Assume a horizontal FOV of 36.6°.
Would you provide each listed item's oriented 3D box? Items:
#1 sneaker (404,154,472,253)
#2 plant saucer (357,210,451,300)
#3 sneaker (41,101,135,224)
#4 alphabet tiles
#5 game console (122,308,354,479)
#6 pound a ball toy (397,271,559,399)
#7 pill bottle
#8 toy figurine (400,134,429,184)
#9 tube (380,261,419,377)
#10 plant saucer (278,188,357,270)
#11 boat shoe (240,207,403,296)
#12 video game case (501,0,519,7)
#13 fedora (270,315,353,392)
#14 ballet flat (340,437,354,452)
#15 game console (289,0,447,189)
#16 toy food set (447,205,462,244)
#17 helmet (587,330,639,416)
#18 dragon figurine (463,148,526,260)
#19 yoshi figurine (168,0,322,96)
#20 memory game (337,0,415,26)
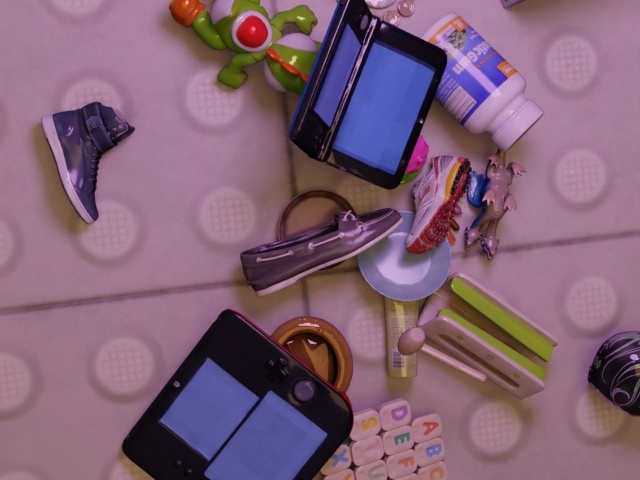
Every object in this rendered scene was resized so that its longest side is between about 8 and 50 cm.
[{"bbox_3d":[0.227,-0.073,1.977,0.093,0.088,0.225,17,71,33],"label":"sneaker"},{"bbox_3d":[0.170,0.035,1.986,0.195,0.037,0.195,1,71,-4],"label":"plant saucer"},{"bbox_3d":[-0.427,-0.157,1.876,0.163,0.086,0.226,-18,95,-5],"label":"sneaker"},{"bbox_3d":[0.135,0.471,1.999,0.278,0.021,0.284,-14,107,-18],"label":"alphabet tiles"},{"bbox_3d":[-0.159,0.374,1.905,0.342,0.060,0.386,37,102,-3],"label":"game console"},{"bbox_3d":[0.305,0.220,1.973,0.319,0.136,0.208,33,57,-11],"label":"pound a ball toy"},{"bbox_3d":[0.308,-0.308,1.918,0.152,0.152,0.272,-45,83,-4],"label":"pill bottle"},{"bbox_3d":[0.149,-0.186,1.927,0.173,0.159,0.130,30,89,-9],"label":"toy figurine"},{"bbox_3d":[0.171,0.163,2.009,0.070,0.062,0.240,0,88,-52],"label":"tube"},{"bbox_3d":[-0.004,-0.021,1.980,0.169,0.029,0.168,0,93,-9],"label":"plant saucer"},{"bbox_3d":[0.000,0.000,1.912,0.335,0.112,0.095,-27,102,-2],"label":"boat shoe"},{"bbox_3d":[0.513,-0.557,1.916,0.270,0.244,0.061,-24,97,-7],"label":"video game case"},{"bbox_3d":[-0.027,0.250,1.969,0.194,0.079,0.194,0,88,-6],"label":"fedora"},{"bbox_3d":[0.001,0.440,1.997,0.203,0.074,0.074,-17,96,-14],"label":"ballet flat"},{"bbox_3d":[0.094,-0.268,1.749,0.173,0.250,0.293,20,88,15],"label":"game console"},{"bbox_3d":[0.261,-0.042,2.024,0.078,0.019,0.122,-6,95,-8],"label":"toy food set"},{"bbox_3d":[0.665,0.270,2.037,0.169,0.169,0.161,32,105,-9],"label":"helmet"},{"bbox_3d":[0.357,-0.109,2.001,0.085,0.144,0.289,12,72,-8],"label":"dragon figurine"},{"bbox_3d":[-0.105,-0.389,1.895,0.362,0.203,0.203,39,53,3],"label":"yoshi figurine"},{"bbox_3d":[0.118,-0.522,1.975,0.186,0.012,0.186,-1,94,-8],"label":"memory game"}]
